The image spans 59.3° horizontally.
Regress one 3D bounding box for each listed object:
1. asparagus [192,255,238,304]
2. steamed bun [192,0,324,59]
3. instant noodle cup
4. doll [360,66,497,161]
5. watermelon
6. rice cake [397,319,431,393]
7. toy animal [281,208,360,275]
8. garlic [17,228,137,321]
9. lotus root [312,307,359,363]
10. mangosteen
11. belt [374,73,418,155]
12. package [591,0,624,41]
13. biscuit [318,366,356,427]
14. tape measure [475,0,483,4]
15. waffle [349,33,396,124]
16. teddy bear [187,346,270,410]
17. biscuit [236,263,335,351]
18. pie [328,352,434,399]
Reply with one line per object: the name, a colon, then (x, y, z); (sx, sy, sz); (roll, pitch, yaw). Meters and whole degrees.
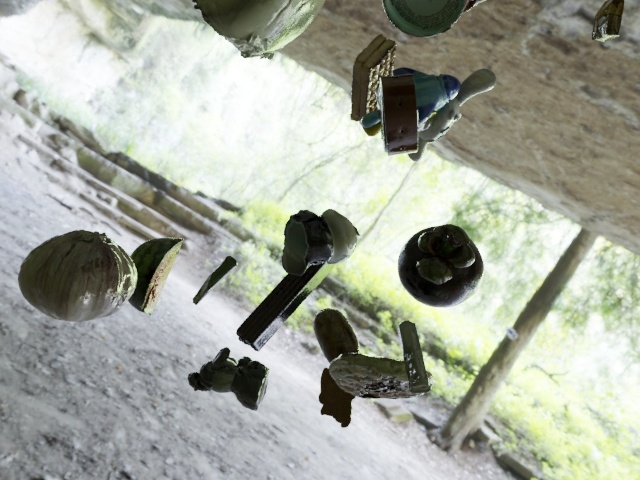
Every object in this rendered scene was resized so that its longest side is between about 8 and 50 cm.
asparagus: (-0.321, 0.119, 1.680); (0.041, 0.178, 0.045); (42, -15, 7)
steamed bun: (-0.109, -0.547, 1.189); (0.233, 0.312, 0.334); (32, 26, -51)
instant noodle cup: (0.220, -0.534, 1.167); (0.244, 0.244, 0.255); (32, 36, -10)
doll: (0.324, -0.403, 1.751); (0.365, 0.376, 0.187); (3, 34, -42)
watermelon: (-0.598, 0.115, 1.988); (0.159, 0.304, 0.128); (25, -4, -30)
rice cake: (0.254, 0.316, 1.550); (0.256, 0.057, 0.052); (-91, 162, -59)
toy animal: (0.000, 0.000, 1.413); (0.179, 0.166, 0.138); (-8, 56, -28)
garlic: (-0.668, 0.093, 1.581); (0.317, 0.259, 0.317); (20, 12, -5)
lotus root: (0.061, 0.356, 1.956); (0.260, 0.128, 0.145); (66, -28, 9)
mangosteen: (0.422, 0.083, 1.921); (0.300, 0.300, 0.300); (31, -2, 1)
belt: (0.209, -0.341, 1.528); (0.105, 0.184, 0.261); (-8, -19, 7)
package: (0.779, -0.609, 1.514); (0.047, 0.131, 0.071); (9, 8, -3)
biscuit: (0.062, 0.636, 2.288); (0.035, 0.162, 0.250); (42, 29, -80)
tape measure: (0.342, -0.741, 1.633); (0.114, 0.253, 0.261); (37, 32, -53)
waffle: (0.206, -0.630, 2.225); (0.091, 0.213, 0.308); (29, -29, 17)
teddy bear: (-0.268, 0.410, 1.753); (0.251, 0.171, 0.144); (27, 27, -1)
biscuit: (-0.096, 0.167, 1.686); (0.073, 0.388, 0.107); (37, -17, 19)
pie: (0.188, 0.426, 1.728); (0.339, 0.077, 0.339); (8, -30, 5)
